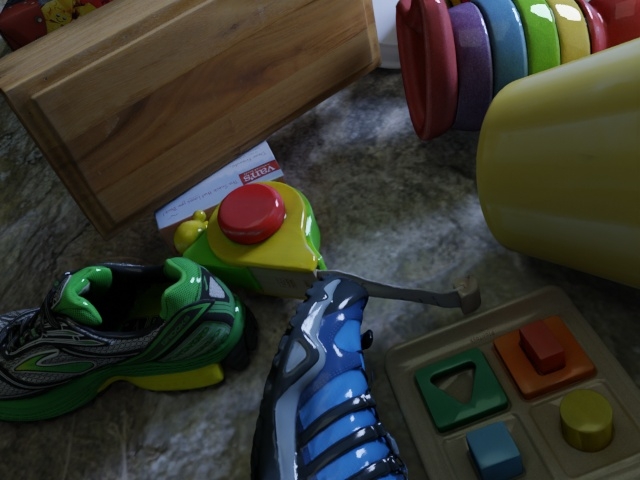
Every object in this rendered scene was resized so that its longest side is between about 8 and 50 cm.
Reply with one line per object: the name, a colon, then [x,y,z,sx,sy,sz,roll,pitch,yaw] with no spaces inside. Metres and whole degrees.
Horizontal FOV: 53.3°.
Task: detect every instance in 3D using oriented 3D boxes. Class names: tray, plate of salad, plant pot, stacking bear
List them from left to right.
tray: [-0.116,-0.194,0.709,0.411,0.202,0.076,-35,49,-17]
plate of salad: [0.101,-0.331,0.922,0.200,0.048,0.199,0,74,-1]
stacking bear: [0.246,-0.211,0.714,0.289,0.164,0.175,-8,15,0]
plant pot: [0.273,-0.061,0.522,0.239,0.254,0.254,4,50,45]

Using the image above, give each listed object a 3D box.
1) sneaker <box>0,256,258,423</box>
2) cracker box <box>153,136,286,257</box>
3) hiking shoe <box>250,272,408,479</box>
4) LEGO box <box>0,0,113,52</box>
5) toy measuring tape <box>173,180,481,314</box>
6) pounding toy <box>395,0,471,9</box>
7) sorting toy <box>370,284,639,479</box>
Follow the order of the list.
sneaker: [-0.246,0.083,0.643,0.344,0.146,0.134,-14,47,10]
cracker box: [-0.142,-0.094,0.815,0.156,0.067,0.232,-24,45,-4]
hiking shoe: [0.012,0.164,0.480,0.132,0.113,0.303,15,53,2]
LEGO box: [-0.253,-0.401,1.005,0.373,0.193,0.500,-24,38,0]
toy measuring tape: [0.000,0.000,0.650,0.331,0.121,0.121,5,52,20]
pounding toy: [0.173,-0.301,0.828,0.130,0.141,0.100,42,44,7]
sorting toy: [0.161,0.131,0.511,0.348,0.047,0.195,-22,46,1]
